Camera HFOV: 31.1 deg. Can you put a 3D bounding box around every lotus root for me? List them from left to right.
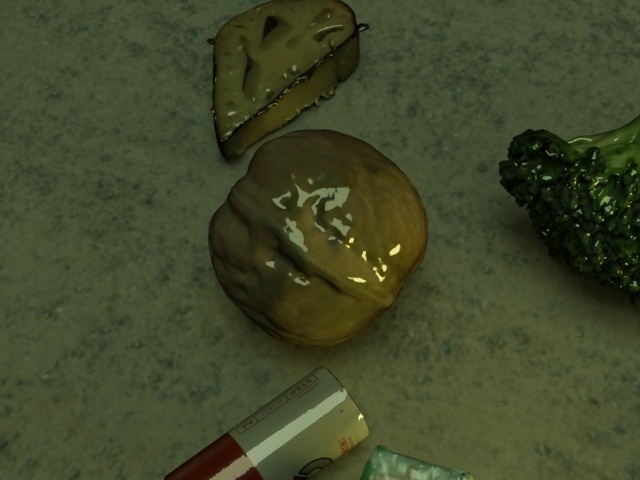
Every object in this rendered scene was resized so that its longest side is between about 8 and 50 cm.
[{"bbox_3d":[-0.065,-0.237,1.550,0.261,0.074,0.170,-34,64,-13],"label":"lotus root"}]

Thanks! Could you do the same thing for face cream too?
[{"bbox_3d":[-0.059,0.238,1.270,0.214,0.096,0.096,-34,64,-15],"label":"face cream"}]

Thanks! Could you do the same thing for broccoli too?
[{"bbox_3d":[0.371,-0.057,1.347,0.288,0.248,0.245,50,58,-21],"label":"broccoli"}]

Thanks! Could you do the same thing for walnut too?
[{"bbox_3d":[0.000,-0.001,1.326,0.248,0.248,0.248,-1,61,2],"label":"walnut"}]

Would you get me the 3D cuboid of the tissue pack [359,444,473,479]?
[{"bbox_3d":[0.055,0.384,1.108,0.128,0.228,0.311,15,62,12],"label":"tissue pack"}]
